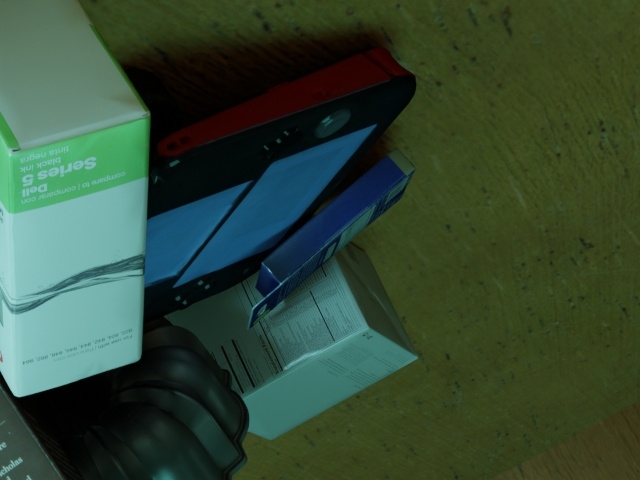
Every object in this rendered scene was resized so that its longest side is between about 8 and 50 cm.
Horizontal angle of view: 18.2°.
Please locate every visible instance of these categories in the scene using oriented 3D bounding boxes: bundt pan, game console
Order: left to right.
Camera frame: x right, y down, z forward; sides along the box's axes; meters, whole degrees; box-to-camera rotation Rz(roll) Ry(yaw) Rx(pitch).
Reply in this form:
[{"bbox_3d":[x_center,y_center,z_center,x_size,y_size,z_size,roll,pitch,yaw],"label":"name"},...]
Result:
[{"bbox_3d":[-0.246,0.190,2.043,0.331,0.331,0.124,-25,130,-3],"label":"bundt pan"},{"bbox_3d":[-0.101,-0.025,1.897,0.342,0.060,0.386,-28,165,-43],"label":"game console"}]

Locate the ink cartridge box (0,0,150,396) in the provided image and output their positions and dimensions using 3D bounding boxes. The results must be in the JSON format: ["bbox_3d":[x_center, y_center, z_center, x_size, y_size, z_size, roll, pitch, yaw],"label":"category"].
[{"bbox_3d":[-0.222,-0.045,1.533,0.115,0.198,0.273,-17,141,-23],"label":"ink cartridge box"}]

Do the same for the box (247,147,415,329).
[{"bbox_3d":[0.000,0.000,2.092,0.225,0.036,0.136,-42,174,-12],"label":"box"}]

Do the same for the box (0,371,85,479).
[{"bbox_3d":[-0.256,0.280,1.808,0.143,0.381,0.191,-33,168,-5],"label":"box"}]

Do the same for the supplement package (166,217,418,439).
[{"bbox_3d":[-0.032,0.103,2.260,0.203,0.149,0.194,-30,159,10],"label":"supplement package"}]

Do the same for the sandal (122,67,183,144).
[{"bbox_3d":[-0.315,-0.004,1.784,0.446,0.107,0.167,-41,156,4],"label":"sandal"}]
